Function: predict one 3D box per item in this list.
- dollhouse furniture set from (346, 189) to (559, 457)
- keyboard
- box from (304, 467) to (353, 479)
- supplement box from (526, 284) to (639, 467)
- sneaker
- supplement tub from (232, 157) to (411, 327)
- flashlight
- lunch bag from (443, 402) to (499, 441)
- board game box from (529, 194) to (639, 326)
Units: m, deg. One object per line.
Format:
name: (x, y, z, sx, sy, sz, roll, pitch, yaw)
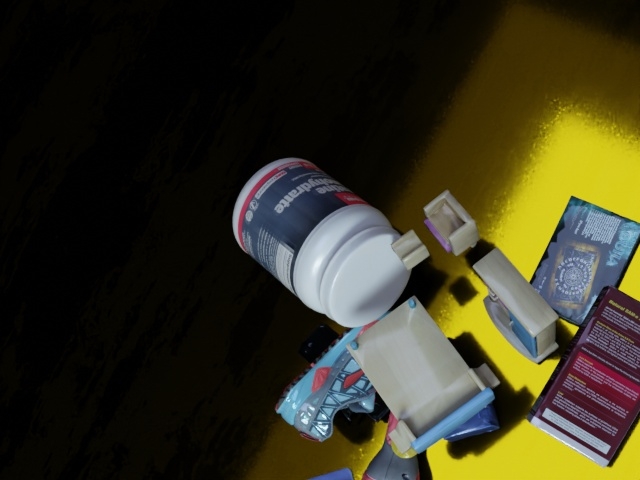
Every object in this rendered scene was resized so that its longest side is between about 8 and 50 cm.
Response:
dollhouse furniture set: (0.171, 0.145, 1.506, 0.303, 0.198, 0.286, -37, 67, -2)
keyboard: (0.040, 0.233, 1.659, 0.100, 0.038, 0.192, -42, 64, -18)
box: (0.012, 0.497, 1.600, 0.136, 0.036, 0.225, -21, 70, 15)
supplement box: (0.426, 0.201, 1.477, 0.130, 0.073, 0.239, 31, 90, 8)
sneaker: (0.051, 0.222, 1.604, 0.262, 0.104, 0.125, -43, 86, -18)
supplement tub: (0.000, 0.000, 1.603, 0.272, 0.191, 0.191, 38, 92, 41)
flashlight: (0.129, 0.287, 1.561, 0.103, 0.103, 0.304, 4, 82, 61)
lunch bag: (0.226, 0.275, 1.552, 0.098, 0.067, 0.065, -18, 70, 15)
board game box: (0.416, 0.037, 1.559, 0.126, 0.026, 0.186, 26, 88, 23)
